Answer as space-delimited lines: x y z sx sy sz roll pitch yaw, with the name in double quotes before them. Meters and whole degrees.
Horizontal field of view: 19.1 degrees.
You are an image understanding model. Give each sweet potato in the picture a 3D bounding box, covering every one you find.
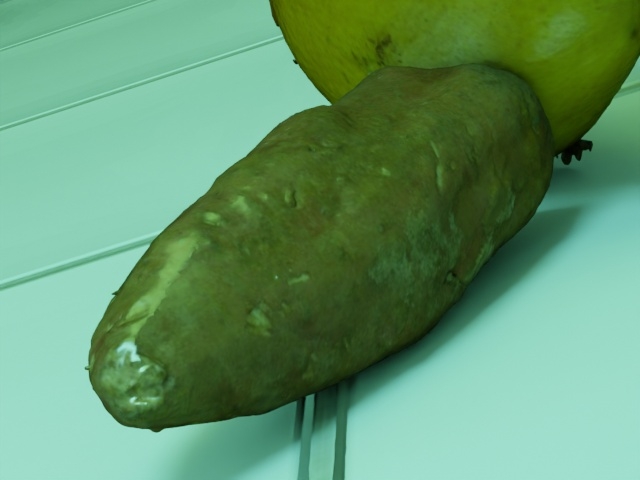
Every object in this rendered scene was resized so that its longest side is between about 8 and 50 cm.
"sweet potato" 0.000 0.000 0.681 0.097 0.097 0.251 -6 17 40

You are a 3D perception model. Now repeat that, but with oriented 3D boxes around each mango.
"mango" 0.060 -0.125 0.791 0.138 0.187 0.257 -13 -9 -13
